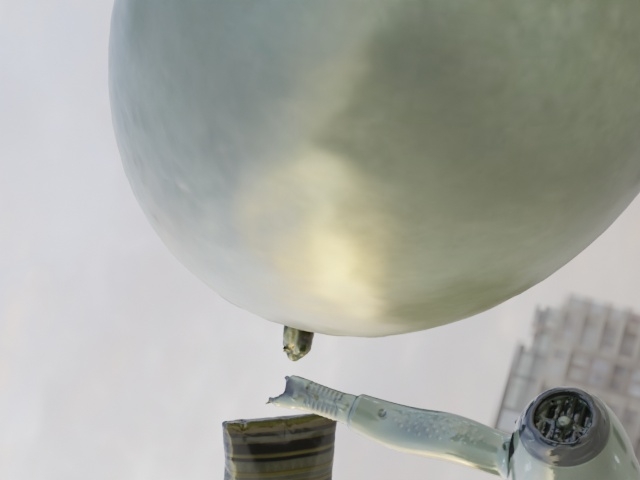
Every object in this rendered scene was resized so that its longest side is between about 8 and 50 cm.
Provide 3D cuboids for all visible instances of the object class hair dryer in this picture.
[{"bbox_3d":[0.122,0.175,1.161,0.229,0.267,0.092,53,-127,-39],"label":"hair dryer"}]

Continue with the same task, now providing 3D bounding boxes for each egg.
[{"bbox_3d":[0.034,-0.090,0.719,0.258,0.258,0.352,-62,5,-34],"label":"egg"}]

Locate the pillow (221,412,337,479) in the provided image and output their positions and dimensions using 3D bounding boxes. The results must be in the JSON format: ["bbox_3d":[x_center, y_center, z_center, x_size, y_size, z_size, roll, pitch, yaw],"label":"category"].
[{"bbox_3d":[-0.042,0.252,1.503,0.038,0.113,0.203,-123,34,-60],"label":"pillow"}]

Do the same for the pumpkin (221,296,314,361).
[{"bbox_3d":[0.000,0.000,1.394,0.250,0.249,0.216,16,-96,-70],"label":"pumpkin"}]
